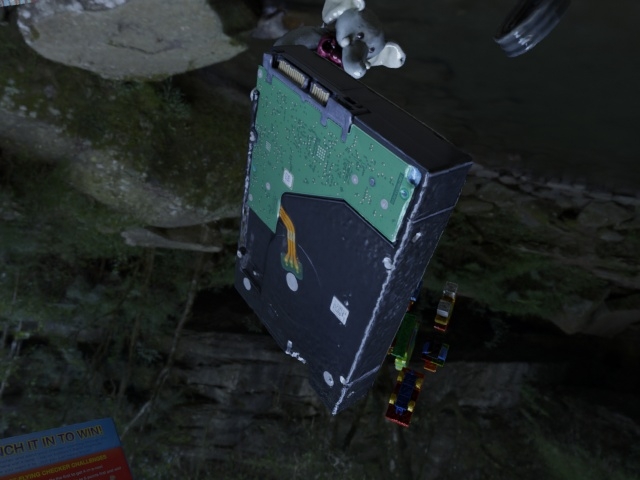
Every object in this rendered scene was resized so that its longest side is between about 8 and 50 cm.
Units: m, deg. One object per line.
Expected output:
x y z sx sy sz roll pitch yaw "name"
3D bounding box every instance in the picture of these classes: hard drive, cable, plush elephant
0.000 0.000 0.516 0.064 0.338 0.237 -21 -130 -33 "hard drive"
0.239 -0.293 0.465 0.072 0.287 0.139 48 171 -22 "cable"
0.044 -0.412 1.086 0.272 0.329 0.255 28 153 -33 "plush elephant"

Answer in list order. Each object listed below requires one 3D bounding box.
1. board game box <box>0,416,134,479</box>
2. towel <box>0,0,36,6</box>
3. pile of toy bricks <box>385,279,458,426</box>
-0.373 0.397 0.584 0.308 0.086 0.302 7 -145 -48 "board game box"
-0.309 -0.389 0.508 0.272 0.040 0.370 -25 176 -26 "towel"
0.122 0.155 0.690 0.118 0.212 0.105 17 153 21 "pile of toy bricks"
